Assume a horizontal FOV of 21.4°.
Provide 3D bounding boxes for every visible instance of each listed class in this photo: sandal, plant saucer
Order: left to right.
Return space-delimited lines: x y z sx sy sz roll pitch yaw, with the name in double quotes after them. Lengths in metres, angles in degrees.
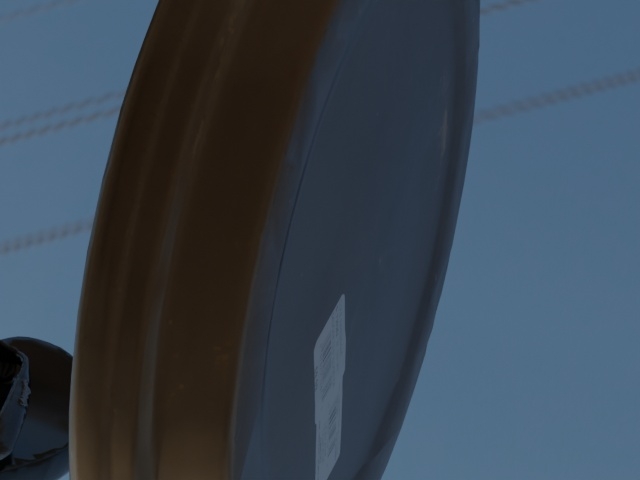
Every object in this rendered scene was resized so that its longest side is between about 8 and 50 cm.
-0.181 0.091 0.816 0.097 0.254 0.054 18 -72 14 "sandal"
0.000 0.000 0.534 0.041 0.278 0.278 13 -104 15 "plant saucer"
